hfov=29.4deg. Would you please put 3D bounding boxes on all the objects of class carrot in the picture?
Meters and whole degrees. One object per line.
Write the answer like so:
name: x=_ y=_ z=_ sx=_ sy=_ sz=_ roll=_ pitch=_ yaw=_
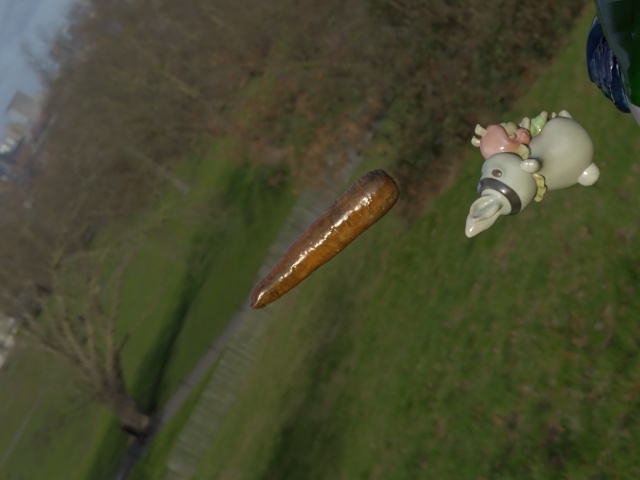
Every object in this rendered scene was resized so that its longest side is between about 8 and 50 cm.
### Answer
carrot: x=0.000 y=0.000 z=1.216 sx=0.191 sy=0.047 sz=0.047 roll=-40 pitch=17 yaw=6

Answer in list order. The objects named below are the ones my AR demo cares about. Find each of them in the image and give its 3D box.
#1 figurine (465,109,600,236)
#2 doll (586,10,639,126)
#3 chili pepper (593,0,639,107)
figurine: x=0.185 y=-0.067 z=1.182 sx=0.146 sy=0.081 sz=0.098 roll=-24 pitch=46 yaw=-14
doll: x=0.382 y=-0.135 z=1.057 sx=0.284 sy=0.310 sz=0.240 roll=-3 pitch=45 yaw=39
chili pepper: x=0.159 y=-0.162 z=0.585 sx=0.062 sy=0.216 sz=0.108 roll=-35 pitch=34 yaw=-29
